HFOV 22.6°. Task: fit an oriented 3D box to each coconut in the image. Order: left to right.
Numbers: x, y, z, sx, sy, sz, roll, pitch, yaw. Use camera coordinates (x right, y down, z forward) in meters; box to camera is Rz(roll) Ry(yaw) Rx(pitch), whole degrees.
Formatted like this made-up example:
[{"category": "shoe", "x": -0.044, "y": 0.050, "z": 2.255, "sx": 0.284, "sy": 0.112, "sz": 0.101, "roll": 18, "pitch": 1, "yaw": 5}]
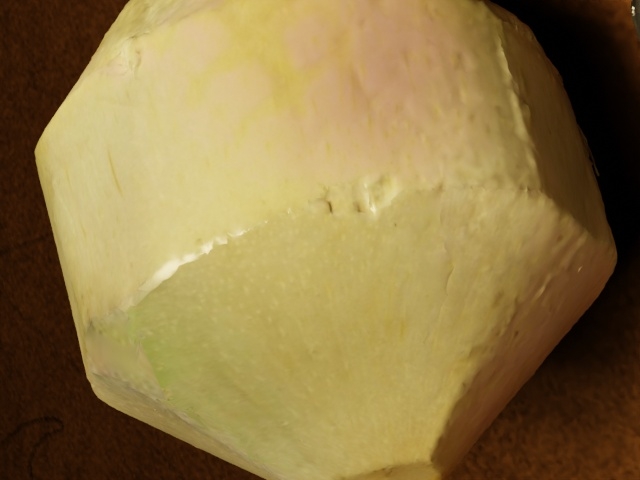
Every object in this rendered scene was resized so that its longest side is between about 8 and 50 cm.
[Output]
[{"category": "coconut", "x": 0.000, "y": 0.000, "z": 0.725, "sx": 0.259, "sy": 0.259, "sz": 0.259, "roll": 14, "pitch": 112, "yaw": 39}]

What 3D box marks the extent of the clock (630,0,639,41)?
[{"category": "clock", "x": 0.266, "y": -0.025, "z": 0.608, "sx": 0.273, "sy": 0.049, "sz": 0.279, "roll": -19, "pitch": 90, "yaw": 43}]
